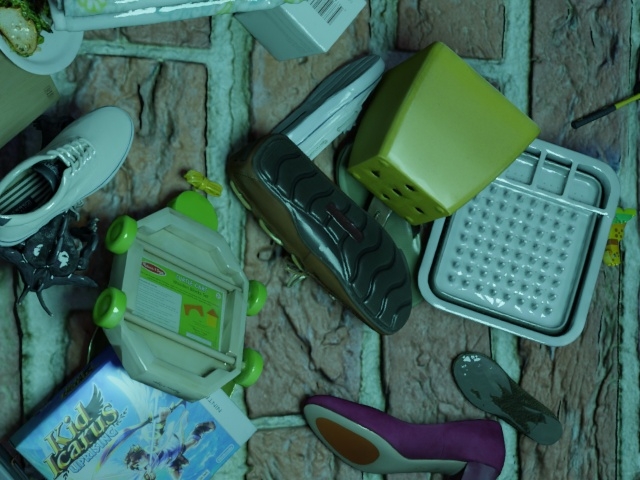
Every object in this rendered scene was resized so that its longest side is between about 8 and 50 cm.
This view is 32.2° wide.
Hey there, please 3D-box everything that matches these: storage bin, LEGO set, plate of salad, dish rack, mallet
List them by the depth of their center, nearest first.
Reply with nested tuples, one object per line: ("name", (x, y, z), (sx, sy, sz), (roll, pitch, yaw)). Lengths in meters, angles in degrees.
("plate of salad", (-0.385, -0.328, 1.523), (0.200, 0.048, 0.199), (13, 75, -58))
("storage bin", (-0.462, 0.327, 1.555), (0.098, 0.091, 0.135), (-40, 109, -17))
("dish rack", (0.326, -0.006, 1.851), (0.286, 0.072, 0.332), (19, 75, 0))
("LEGO set", (0.516, -0.006, 1.988), (0.227, 0.087, 0.093), (4, 76, -25))
("mallet", (0.540, -0.243, 1.999), (0.190, 0.062, 0.039), (-27, 103, -21))

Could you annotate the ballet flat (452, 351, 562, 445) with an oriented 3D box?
("ballet flat", (0.324, 0.273, 1.944), (0.250, 0.058, 0.084), (36, 100, -17))

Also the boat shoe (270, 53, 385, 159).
("boat shoe", (0.020, -0.202, 1.760), (0.226, 0.083, 0.075), (-39, 120, -6))

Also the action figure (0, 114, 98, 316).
("action figure", (-0.376, -0.026, 1.548), (0.164, 0.141, 0.275), (22, 68, -27))

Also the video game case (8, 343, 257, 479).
("video game case", (-0.267, 0.283, 1.617), (0.269, 0.061, 0.244), (-45, 109, -16))

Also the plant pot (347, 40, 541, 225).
("plant pot", (0.166, -0.143, 1.698), (0.212, 0.212, 0.187), (38, 73, -12))

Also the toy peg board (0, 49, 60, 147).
("toy peg board", (-0.460, -0.223, 1.509), (0.161, 0.079, 0.160), (-55, 132, -46))

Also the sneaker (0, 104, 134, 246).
("sneaker", (-0.335, -0.090, 1.456), (0.094, 0.091, 0.258), (42, 64, -5))

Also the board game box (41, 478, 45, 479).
("board game box", (-0.316, 0.409, 1.657), (0.160, 0.039, 0.211), (-41, 108, -17))

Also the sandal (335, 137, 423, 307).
("sandal", (0.119, -0.031, 1.804), (0.120, 0.086, 0.302), (-26, 104, -21))

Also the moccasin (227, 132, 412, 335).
("moccasin", (-0.002, 0.002, 1.732), (0.380, 0.147, 0.139), (42, 63, -17))

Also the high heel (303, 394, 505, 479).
("high heel", (0.144, 0.310, 1.853), (0.377, 0.127, 0.181), (34, 50, -19))

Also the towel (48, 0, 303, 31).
("towel", (-0.215, -0.447, 1.534), (0.375, 0.090, 0.320), (-11, 70, -15))

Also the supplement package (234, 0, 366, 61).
("supplement package", (-0.033, -0.345, 1.660), (0.105, 0.179, 0.105), (43, 76, -22))

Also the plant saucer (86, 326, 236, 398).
("plant saucer", (-0.238, 0.181, 1.679), (0.241, 0.037, 0.240), (-2, 94, -26))

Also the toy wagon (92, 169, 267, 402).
("toy wagon", (-0.196, 0.058, 1.612), (0.267, 0.068, 0.344), (29, 48, -35))
